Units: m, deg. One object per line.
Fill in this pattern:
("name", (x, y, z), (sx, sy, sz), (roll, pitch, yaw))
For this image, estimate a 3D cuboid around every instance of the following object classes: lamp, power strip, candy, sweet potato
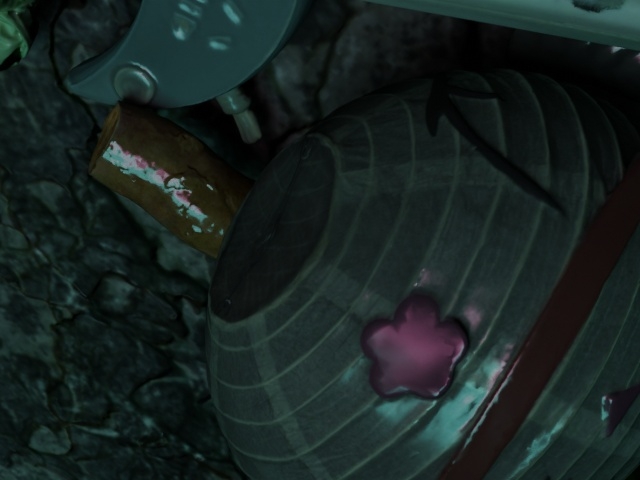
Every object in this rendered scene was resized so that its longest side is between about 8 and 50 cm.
("lamp", (0.069, 0.037, 0.611), (0.233, 0.233, 0.265), (30, 107, -2))
("power strip", (-0.077, -0.164, 0.677), (0.168, 0.054, 0.253), (5, 125, 18))
("candy", (-0.161, -0.141, 0.622), (0.305, 0.083, 0.091), (-2, 107, 67))
("sweet potato", (0.000, 0.000, 0.739), (0.281, 0.067, 0.059), (22, 163, -16))

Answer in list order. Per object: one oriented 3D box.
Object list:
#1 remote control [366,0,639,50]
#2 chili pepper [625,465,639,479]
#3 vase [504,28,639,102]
("remote control", (0.044, -0.172, 0.560), (0.297, 0.140, 0.056), (10, 169, -1))
("chili pepper", (0.148, 0.218, 0.758), (0.233, 0.248, 0.257), (36, 141, -28))
("vase", (0.211, -0.074, 0.608), (0.238, 0.115, 0.115), (24, 129, 5))
